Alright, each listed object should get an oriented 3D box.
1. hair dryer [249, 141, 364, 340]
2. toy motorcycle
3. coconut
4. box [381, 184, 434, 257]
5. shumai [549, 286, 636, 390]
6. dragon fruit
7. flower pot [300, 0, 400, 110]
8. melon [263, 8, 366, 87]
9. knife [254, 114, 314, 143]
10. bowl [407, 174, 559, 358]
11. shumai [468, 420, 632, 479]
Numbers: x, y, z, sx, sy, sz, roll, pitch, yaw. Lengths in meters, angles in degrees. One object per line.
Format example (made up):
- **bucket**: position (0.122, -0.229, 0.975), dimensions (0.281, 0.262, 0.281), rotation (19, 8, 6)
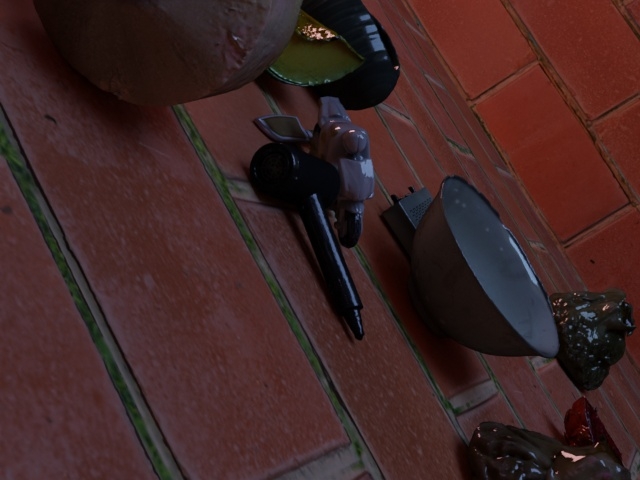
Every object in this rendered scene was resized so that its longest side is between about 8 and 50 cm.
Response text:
- **hair dryer**: position (0.000, 0.000, 1.108), dimensions (0.128, 0.070, 0.255), rotation (20, 44, -61)
- **toy motorcycle**: position (0.029, -0.107, 1.255), dimensions (0.074, 0.151, 0.228), rotation (-1, 50, -14)
- **coconut**: position (-0.144, -0.247, 0.885), dimensions (0.239, 0.239, 0.244), rotation (56, 19, 0)
- **box**: position (0.196, -0.001, 1.631), dimensions (0.210, 0.045, 0.270), rotation (56, 18, 0)
- **shumai**: position (0.659, 0.214, 2.196), dimensions (0.256, 0.218, 0.189), rotation (51, 10, -16)
- **dragon fruit**: position (0.493, 0.383, 1.697), dimensions (0.162, 0.083, 0.106), rotation (59, 29, -21)
- **flower pot**: position (0.041, -0.345, 1.637), dimensions (0.189, 0.157, 0.243), rotation (24, 38, -62)
- **melon**: position (-0.080, -0.330, 1.390), dimensions (0.265, 0.129, 0.169), rotation (38, 3, -37)
- **knife**: position (-0.034, -0.162, 1.350), dimensions (0.046, 0.022, 0.256), rotation (65, 23, 8)
- **bowl**: position (0.223, 0.069, 1.403), dimensions (0.313, 0.146, 0.313), rotation (41, 29, -30)
- **shumai**: position (0.296, 0.301, 1.157), dimensions (0.166, 0.176, 0.206), rotation (37, 23, -46)
